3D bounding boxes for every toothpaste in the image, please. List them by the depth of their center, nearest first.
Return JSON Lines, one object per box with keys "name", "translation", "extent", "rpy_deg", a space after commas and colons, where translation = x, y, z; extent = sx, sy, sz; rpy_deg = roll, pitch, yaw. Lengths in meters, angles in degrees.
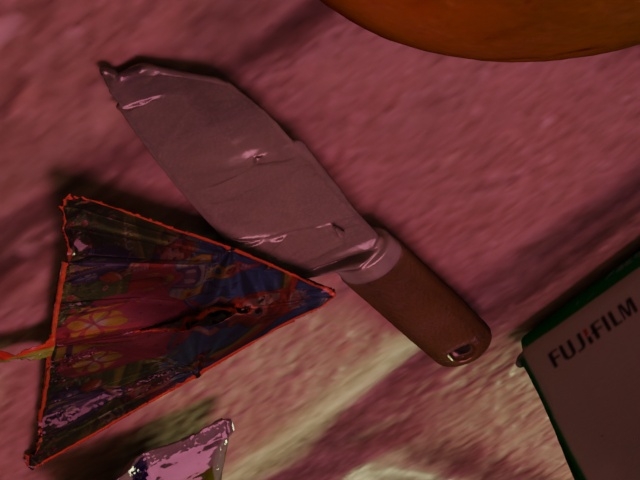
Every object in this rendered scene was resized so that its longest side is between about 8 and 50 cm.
{"name": "toothpaste", "translation": [-0.072, 0.150, 0.783], "extent": [0.078, 0.047, 0.248], "rpy_deg": [-24, 151, -17]}

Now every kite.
{"name": "kite", "translation": [-0.068, 0.032, 0.601], "extent": [0.159, 0.010, 0.190], "rpy_deg": [-10, 151, -17]}

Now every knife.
{"name": "knife", "translation": [0.001, 0.002, 0.616], "extent": [0.047, 0.017, 0.298], "rpy_deg": [-22, 156, 13]}

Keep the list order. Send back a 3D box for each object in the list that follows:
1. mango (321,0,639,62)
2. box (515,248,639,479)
{"name": "mango", "translation": [0.090, -0.117, 0.386], "extent": [0.253, 0.113, 0.138], "rpy_deg": [-27, 150, -16]}
{"name": "box", "translation": [0.206, 0.101, 0.721], "extent": [0.180, 0.250, 0.103], "rpy_deg": [-39, 146, 23]}
